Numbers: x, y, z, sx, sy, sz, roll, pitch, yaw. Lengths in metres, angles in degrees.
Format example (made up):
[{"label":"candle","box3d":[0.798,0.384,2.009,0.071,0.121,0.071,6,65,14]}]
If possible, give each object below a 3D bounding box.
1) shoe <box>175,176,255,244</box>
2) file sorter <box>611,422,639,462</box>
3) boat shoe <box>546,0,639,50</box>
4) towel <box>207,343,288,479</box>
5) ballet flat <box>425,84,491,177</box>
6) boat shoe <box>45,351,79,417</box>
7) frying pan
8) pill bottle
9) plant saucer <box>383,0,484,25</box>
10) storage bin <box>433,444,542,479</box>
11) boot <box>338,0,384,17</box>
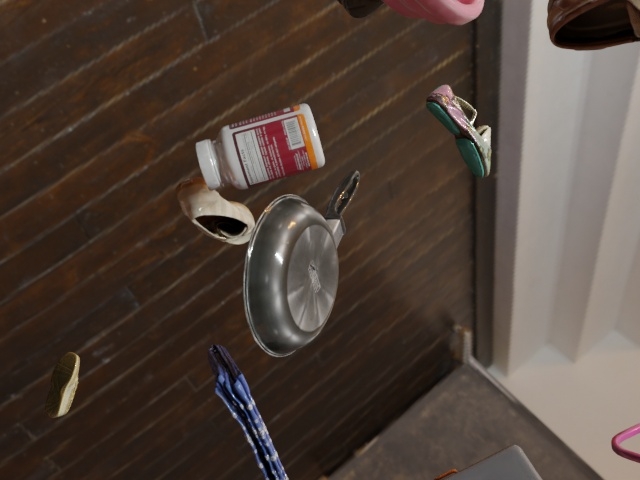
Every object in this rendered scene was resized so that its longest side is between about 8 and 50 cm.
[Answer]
[{"label":"shoe","box3d":[-0.153,-0.028,1.229,0.077,0.058,0.219,-30,156,8]},{"label":"file sorter","box3d":[0.373,0.294,0.684,0.202,0.182,0.290,-12,98,-32]},{"label":"boat shoe","box3d":[0.496,-0.349,1.212,0.123,0.324,0.116,51,47,-33]},{"label":"towel","box3d":[-0.076,0.310,1.106,0.040,0.335,0.243,-24,-173,-10]},{"label":"ballet flat","box3d":[0.308,-0.235,1.707,0.079,0.077,0.221,-45,110,-14]},{"label":"boat shoe","box3d":[-0.525,0.296,1.669,0.135,0.050,0.045,-71,159,-6]},{"label":"frying pan","box3d":[0.000,0.029,1.032,0.326,0.053,0.197,-24,115,-59]},{"label":"pill bottle","box3d":[-0.077,-0.115,1.034,0.152,0.086,0.086,-16,144,0]},{"label":"plant saucer","box3d":[0.099,-0.424,1.069,0.084,0.332,0.332,-26,159,31]},{"label":"storage bin","box3d":[0.121,0.217,0.637,0.135,0.098,0.091,-23,137,-8]},{"label":"boot","box3d":[0.089,-0.473,1.298,0.236,0.178,0.085,-40,141,-4]}]
